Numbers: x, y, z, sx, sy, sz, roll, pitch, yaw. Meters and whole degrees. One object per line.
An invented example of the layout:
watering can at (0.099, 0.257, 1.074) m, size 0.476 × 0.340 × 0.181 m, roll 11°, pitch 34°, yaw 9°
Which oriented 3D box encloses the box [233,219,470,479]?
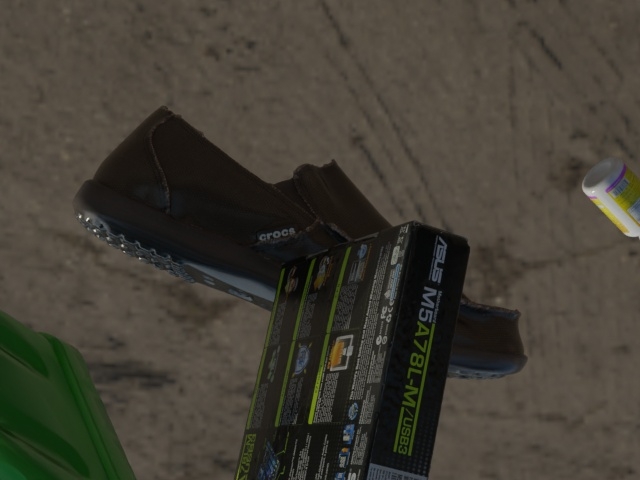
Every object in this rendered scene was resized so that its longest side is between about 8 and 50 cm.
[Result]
box at (0.011, 0.095, 0.826) m, size 0.045 × 0.190 × 0.184 m, roll 18°, pitch 164°, yaw -20°

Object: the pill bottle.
pill bottle at (0.274, -0.033, 1.241) m, size 0.083 × 0.043 × 0.043 m, roll 43°, pitch 136°, yaw -18°

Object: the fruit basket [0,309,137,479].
fruit basket at (-0.293, 0.232, 0.959) m, size 0.392 × 0.283 × 0.392 m, roll -17°, pitch 135°, yaw -18°

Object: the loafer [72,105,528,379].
loafer at (0.000, 0.000, 1.060) m, size 0.366 × 0.130 × 0.134 m, roll 24°, pitch 171°, yaw -5°
